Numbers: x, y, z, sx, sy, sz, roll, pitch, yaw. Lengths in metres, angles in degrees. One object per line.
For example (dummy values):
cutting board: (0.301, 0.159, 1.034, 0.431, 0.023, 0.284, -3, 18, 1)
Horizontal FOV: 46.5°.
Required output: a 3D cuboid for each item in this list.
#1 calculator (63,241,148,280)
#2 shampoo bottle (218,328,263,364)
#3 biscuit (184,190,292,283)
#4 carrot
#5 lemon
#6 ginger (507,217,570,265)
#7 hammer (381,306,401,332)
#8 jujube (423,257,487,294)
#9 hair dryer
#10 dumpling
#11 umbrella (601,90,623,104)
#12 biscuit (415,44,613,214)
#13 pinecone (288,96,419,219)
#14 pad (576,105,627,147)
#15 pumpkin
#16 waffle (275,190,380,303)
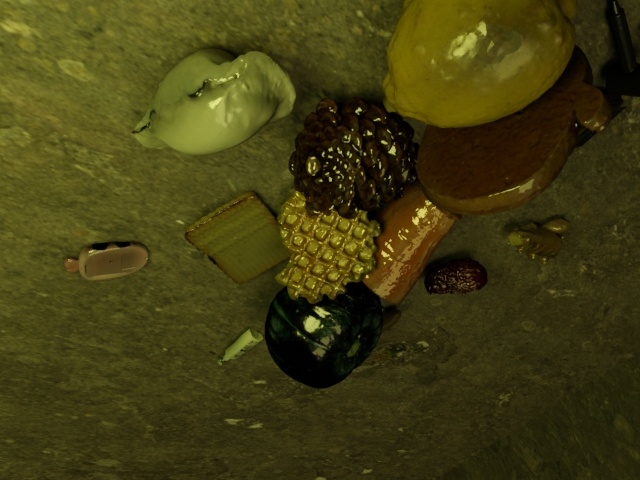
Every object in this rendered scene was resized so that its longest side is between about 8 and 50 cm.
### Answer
calculator: (-0.429, 0.042, 1.501, 0.166, 0.024, 0.103, -9, 142, -21)
shampoo bottle: (-0.213, 0.277, 1.913, 0.141, 0.034, 0.049, -39, 149, 20)
biscuit: (-0.164, -0.003, 1.593, 0.172, 0.029, 0.254, -29, 145, 6)
carrot: (0.197, -0.009, 1.667, 0.196, 0.196, 0.254, 19, 123, -43)
lemon: (0.260, -0.326, 1.236, 0.285, 0.285, 0.316, 1, 167, -31)
ginger: (0.574, 0.004, 1.975, 0.205, 0.081, 0.115, -7, 135, -24)
hammer: (0.093, 0.268, 2.010, 0.305, 0.113, 0.202, -31, 174, -14)
jujube: (0.355, 0.094, 1.954, 0.166, 0.104, 0.104, -5, 140, -13)
hair dryer: (0.630, -0.390, 1.504, 0.070, 0.114, 0.248, -52, 134, -18)
dumpling: (-0.168, -0.222, 1.238, 0.227, 0.243, 0.175, 2, 99, -57)
umbrella: (0.520, -0.291, 1.571, 0.340, 0.118, 0.118, -12, 143, -31)
biscuit: (0.341, -0.203, 1.314, 0.070, 0.350, 0.394, 49, 61, -37)
pinecone: (0.066, -0.155, 1.383, 0.272, 0.224, 0.224, -18, 149, -44)
pad: (0.599, -0.249, 1.664, 0.211, 0.003, 0.143, -15, 155, -50)
pumpkin: (-0.002, 0.192, 1.762, 0.315, 0.238, 0.315, -33, 149, -23)
waffle: (0.000, 0.000, 1.565, 0.249, 0.056, 0.253, -30, 106, 2)
